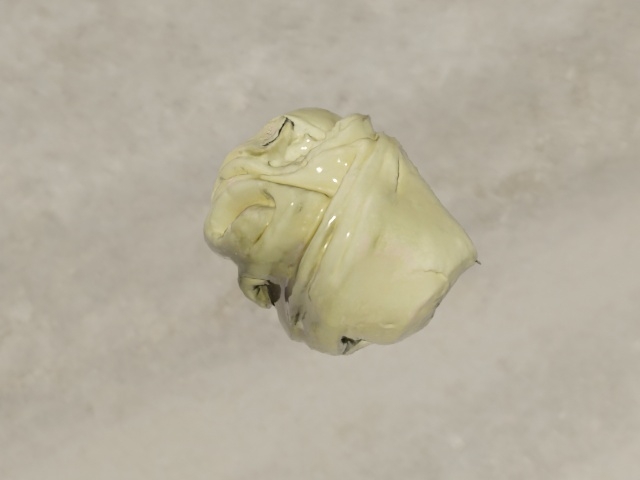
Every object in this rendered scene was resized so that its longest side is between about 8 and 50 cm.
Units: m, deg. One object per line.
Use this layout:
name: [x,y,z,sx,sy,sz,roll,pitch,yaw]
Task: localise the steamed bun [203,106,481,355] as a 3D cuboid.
steamed bun: [0.000,0.000,1.648,0.206,0.320,0.275,-32,98,-22]
